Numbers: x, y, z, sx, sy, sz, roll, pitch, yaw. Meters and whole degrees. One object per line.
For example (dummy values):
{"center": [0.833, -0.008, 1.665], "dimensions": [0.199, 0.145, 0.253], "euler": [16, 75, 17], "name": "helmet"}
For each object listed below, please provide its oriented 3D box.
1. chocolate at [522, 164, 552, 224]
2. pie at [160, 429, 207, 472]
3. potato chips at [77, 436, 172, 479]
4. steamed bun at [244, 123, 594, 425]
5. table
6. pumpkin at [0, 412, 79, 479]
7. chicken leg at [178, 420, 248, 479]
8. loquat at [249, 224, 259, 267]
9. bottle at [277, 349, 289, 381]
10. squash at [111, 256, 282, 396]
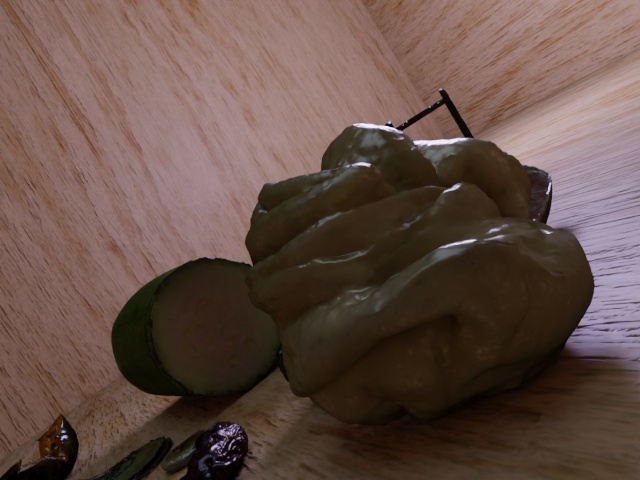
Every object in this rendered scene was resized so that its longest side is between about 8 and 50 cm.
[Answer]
{"center": [0.228, -0.035, 0.891], "dimensions": [0.253, 0.080, 0.157], "euler": [-2, 40, 33], "name": "chocolate"}
{"center": [-0.201, 0.313, 0.859], "dimensions": [0.084, 0.020, 0.084], "euler": [-32, 4, 3], "name": "pie"}
{"center": [-0.349, 0.399, 0.957], "dimensions": [0.220, 0.029, 0.202], "euler": [-28, 5, 19], "name": "potato chips"}
{"center": [0.068, 0.009, 0.593], "dimensions": [0.324, 0.230, 0.372], "euler": [-27, 27, 13], "name": "steamed bun"}
{"center": [0.219, -0.166, 1.472], "dimensions": [0.222, 0.272, 0.335], "euler": [-36, 6, -30], "name": "table"}
{"center": [-0.589, 0.477, 1.236], "dimensions": [0.119, 0.108, 0.183], "euler": [-38, 9, 33], "name": "pumpkin"}
{"center": [-0.133, 0.266, 0.724], "dimensions": [0.089, 0.048, 0.219], "euler": [-30, 4, -5], "name": "chicken leg"}
{"center": [0.000, 0.000, 1.149], "dimensions": [0.283, 0.276, 0.276], "euler": [8, -27, -43], "name": "loquat"}
{"center": [0.052, 0.103, 0.793], "dimensions": [0.260, 0.112, 0.112], "euler": [-36, 6, -33], "name": "bottle"}
{"center": [-0.262, 0.182, 1.161], "dimensions": [0.263, 0.263, 0.384], "euler": [-35, 6, -30], "name": "squash"}
